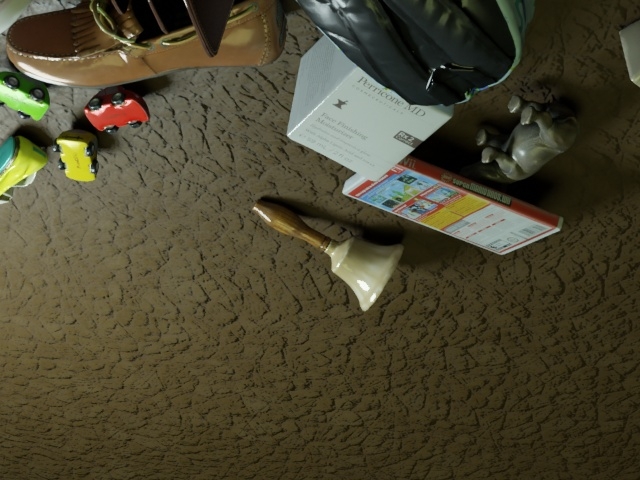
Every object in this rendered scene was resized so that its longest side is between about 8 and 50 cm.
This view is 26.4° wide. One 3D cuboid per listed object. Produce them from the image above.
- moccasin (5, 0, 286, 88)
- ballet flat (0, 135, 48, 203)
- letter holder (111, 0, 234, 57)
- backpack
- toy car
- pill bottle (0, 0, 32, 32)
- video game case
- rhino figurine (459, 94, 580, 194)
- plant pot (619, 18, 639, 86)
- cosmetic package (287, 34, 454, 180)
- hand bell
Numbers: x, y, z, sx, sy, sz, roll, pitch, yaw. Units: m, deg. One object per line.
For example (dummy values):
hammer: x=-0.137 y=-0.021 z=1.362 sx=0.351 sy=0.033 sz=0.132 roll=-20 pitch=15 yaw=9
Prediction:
moccasin: x=-0.239 y=-0.287 z=1.811 sx=0.380 sy=0.139 sz=0.147 roll=0 pitch=142 yaw=14
ballet flat: x=-0.519 y=-0.097 z=2.209 sx=0.077 sy=0.077 sz=0.231 roll=18 pitch=145 yaw=-39
letter holder: x=-0.203 y=-0.374 z=1.567 sx=0.152 sy=0.214 sz=0.302 roll=0 pitch=143 yaw=13
backpack: x=0.108 y=-0.326 z=1.603 sx=0.290 sy=0.273 sz=0.355 roll=-22 pitch=111 yaw=34
toy car: x=-0.392 y=-0.200 z=2.046 sx=0.225 sy=0.053 sz=0.239 roll=27 pitch=141 yaw=-21
pill bottle: x=-0.503 y=-0.396 z=1.703 sx=0.169 sy=0.169 sz=0.301 roll=-16 pitch=138 yaw=32
video game case: x=0.196 y=-0.054 z=2.060 sx=0.285 sy=0.025 sz=0.204 roll=20 pitch=163 yaw=-14
rhino figurine: x=0.278 y=-0.125 z=1.954 sx=0.106 sy=0.073 sz=0.243 roll=13 pitch=149 yaw=-22
plant pot: x=0.458 y=-0.238 z=1.732 sx=0.109 sy=0.109 sz=0.096 roll=30 pitch=128 yaw=-25
cosmetic package: x=0.072 y=-0.207 z=1.828 sx=0.151 sy=0.151 sz=0.183 roll=25 pitch=142 yaw=-21
hand bell: x=0.000 y=0.000 z=2.202 sx=0.242 sy=0.126 sz=0.126 roll=31 pitch=142 yaw=-5
